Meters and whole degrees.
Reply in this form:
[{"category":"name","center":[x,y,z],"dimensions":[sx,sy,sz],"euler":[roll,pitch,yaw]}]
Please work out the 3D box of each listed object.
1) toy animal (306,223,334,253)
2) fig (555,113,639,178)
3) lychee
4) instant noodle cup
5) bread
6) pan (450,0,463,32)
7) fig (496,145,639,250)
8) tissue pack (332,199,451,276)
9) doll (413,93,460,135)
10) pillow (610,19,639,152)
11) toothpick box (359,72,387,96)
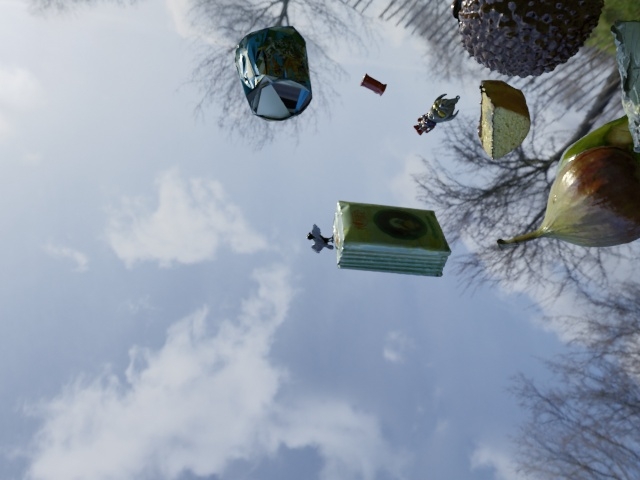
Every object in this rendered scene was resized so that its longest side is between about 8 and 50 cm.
[{"category":"toy animal","center":[0.000,0.000,1.828],"dimensions":[0.108,0.220,0.062],"euler":[8,-119,-1]},{"category":"fig","center":[0.710,-0.212,1.153],"dimensions":[0.206,0.275,0.206],"euler":[36,175,3]},{"category":"lychee","center":[0.423,-0.472,0.995],"dimensions":[0.268,0.267,0.267],"euler":[20,-140,-18]},{"category":"instant noodle cup","center":[-0.129,-0.478,1.421],"dimensions":[0.240,0.240,0.178],"euler":[2,-117,-35]},{"category":"bread","center":[0.535,-0.354,1.392],"dimensions":[0.260,0.134,0.129],"euler":[59,-163,-52]},{"category":"pan","center":[0.451,-0.744,1.586],"dimensions":[0.068,0.115,0.023],"euler":[-37,-132,-23]},{"category":"fig","center":[0.411,-0.051,0.779],"dimensions":[0.160,0.231,0.143],"euler":[44,-126,-17]},{"category":"tissue pack","center":[0.250,-0.009,1.767],"dimensions":[0.388,0.162,0.287],"euler":[5,-146,-6]},{"category":"doll","center":[0.430,-0.466,1.768],"dimensions":[0.062,0.195,0.104],"euler":[35,-152,-37]},{"category":"pillow","center":[0.732,-0.311,0.934],"dimensions":[0.310,0.138,0.283],"euler":[-4,-104,-5]},{"category":"toothpick box","center":[0.175,-0.511,1.583],"dimensions":[0.083,0.047,0.047],"euler":[25,-142,-8]}]
